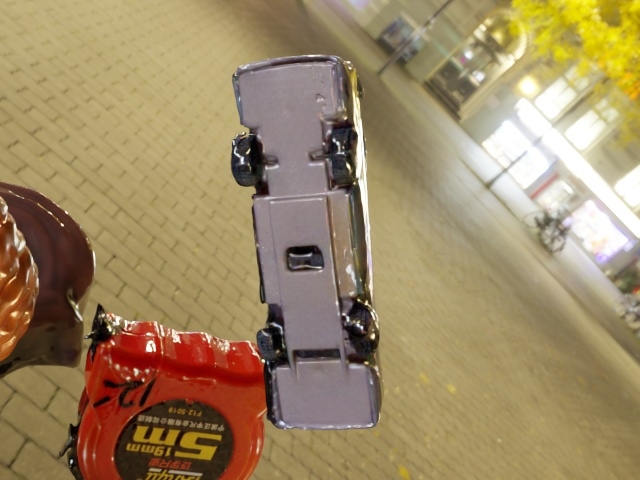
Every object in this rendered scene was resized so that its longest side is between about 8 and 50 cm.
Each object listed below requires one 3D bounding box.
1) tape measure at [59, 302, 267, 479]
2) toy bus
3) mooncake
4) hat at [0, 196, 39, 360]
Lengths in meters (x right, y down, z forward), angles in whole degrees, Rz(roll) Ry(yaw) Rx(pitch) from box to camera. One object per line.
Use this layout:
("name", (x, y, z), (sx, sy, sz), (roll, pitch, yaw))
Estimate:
("tape measure", (-0.193, 0.223, 0.996), (0.253, 0.261, 0.114), (14, 17, -20))
("toy bus", (0.000, 0.000, 0.705), (0.138, 0.112, 0.317), (-35, 122, -73))
("mooncake", (-0.451, 0.078, 0.983), (0.325, 0.174, 0.334), (7, 52, -22))
("hat", (-0.429, 0.058, 0.559), (0.285, 0.400, 0.285), (38, -29, 25))
